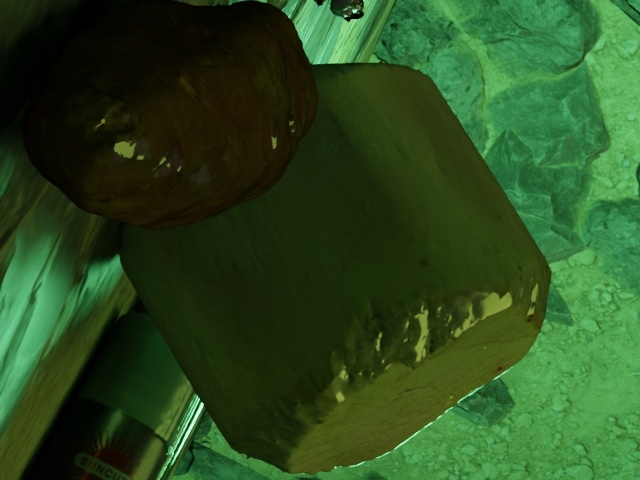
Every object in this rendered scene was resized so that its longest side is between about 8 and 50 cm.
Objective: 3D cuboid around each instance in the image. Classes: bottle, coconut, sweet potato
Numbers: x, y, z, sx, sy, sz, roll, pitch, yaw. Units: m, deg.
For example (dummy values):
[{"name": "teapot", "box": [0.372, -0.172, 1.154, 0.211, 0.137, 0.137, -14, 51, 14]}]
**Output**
[{"name": "bottle", "box": [-0.167, 0.187, 0.941, 0.286, 0.082, 0.082, -64, 179, -20]}, {"name": "coconut", "box": [0.000, 0.000, 0.849, 0.239, 0.244, 0.239, -26, 157, -12]}, {"name": "sweet potato", "box": [-0.059, -0.051, 0.538, 0.097, 0.097, 0.251, -64, 174, 13]}]

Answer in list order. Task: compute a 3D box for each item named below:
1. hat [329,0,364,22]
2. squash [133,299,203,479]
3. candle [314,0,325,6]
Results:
[{"name": "hat", "box": [0.087, -0.316, 1.424, 0.227, 0.129, 0.140, -46, -160, -7]}, {"name": "squash", "box": [-0.138, 0.130, 1.065, 0.292, 0.082, 0.082, -64, 179, -3]}, {"name": "candle", "box": [0.020, -0.252, 1.123, 0.026, 0.021, 0.167, -40, 169, -27]}]
